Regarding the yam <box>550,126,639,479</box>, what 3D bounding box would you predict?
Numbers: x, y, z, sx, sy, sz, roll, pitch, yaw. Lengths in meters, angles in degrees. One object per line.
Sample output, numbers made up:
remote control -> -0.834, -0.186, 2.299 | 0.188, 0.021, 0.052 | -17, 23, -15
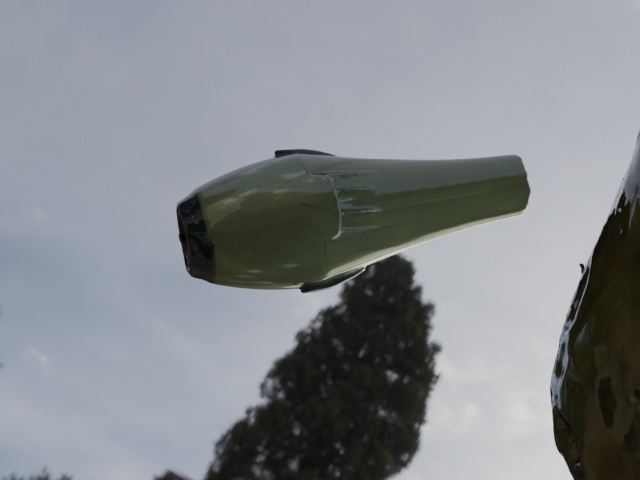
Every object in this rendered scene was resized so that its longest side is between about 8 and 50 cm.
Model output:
yam -> 0.154, -0.062, 0.288 | 0.133, 0.133, 0.330 | 18, -56, 15

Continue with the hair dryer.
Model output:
hair dryer -> 0.019, -0.004, 0.586 | 0.167, 0.067, 0.199 | -9, -8, 1
